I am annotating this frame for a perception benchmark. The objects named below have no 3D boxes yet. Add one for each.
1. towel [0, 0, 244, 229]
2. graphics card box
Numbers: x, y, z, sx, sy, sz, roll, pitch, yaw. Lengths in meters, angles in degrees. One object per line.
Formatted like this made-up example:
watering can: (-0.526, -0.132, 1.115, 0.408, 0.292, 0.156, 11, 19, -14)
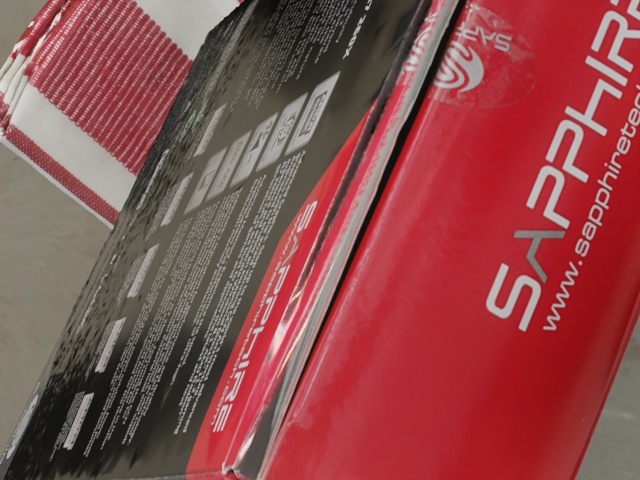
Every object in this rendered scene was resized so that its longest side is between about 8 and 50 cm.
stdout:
towel: (-0.067, -0.161, 1.250, 0.037, 0.237, 0.329, 31, 83, 31)
graphics card box: (0.000, 0.000, 0.647, 0.094, 0.371, 0.232, 28, 73, -14)
